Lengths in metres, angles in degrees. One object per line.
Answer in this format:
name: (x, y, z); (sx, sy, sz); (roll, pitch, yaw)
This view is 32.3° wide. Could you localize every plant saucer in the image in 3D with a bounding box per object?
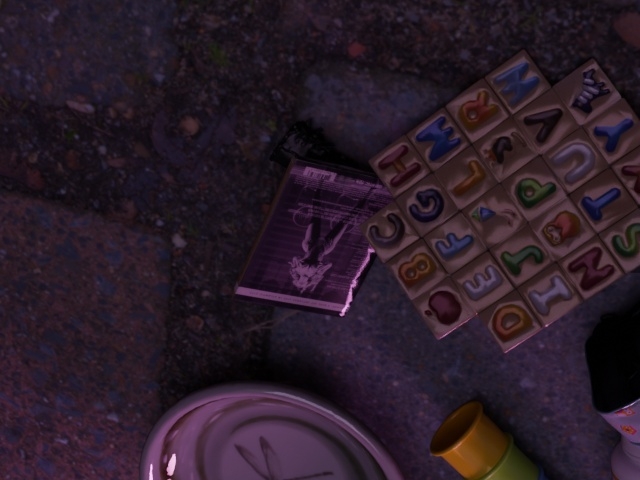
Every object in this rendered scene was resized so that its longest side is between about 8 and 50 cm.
plant saucer: (-0.058, 0.354, 1.585); (0.401, 0.100, 0.400); (7, 117, 13)

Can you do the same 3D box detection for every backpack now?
backpack: (0.407, 0.159, 1.310); (0.166, 0.188, 0.144); (-37, 100, 26)

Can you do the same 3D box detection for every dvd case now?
dvd case: (0.000, 0.000, 1.403); (0.165, 0.018, 0.221); (11, 122, -25)

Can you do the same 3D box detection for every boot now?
boot: (-0.020, -0.084, 1.400); (0.099, 0.045, 0.121); (35, 113, -4)

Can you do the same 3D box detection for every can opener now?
can opener: (0.283, -0.014, 1.328); (0.283, 0.076, 0.095); (0, 116, 15)

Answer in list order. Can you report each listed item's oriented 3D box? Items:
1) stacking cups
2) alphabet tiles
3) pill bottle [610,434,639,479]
stacking cups: (0.286, 0.359, 1.491); (0.316, 0.096, 0.096); (46, 118, -8)
alphabet tiles: (0.228, -0.044, 1.303); (0.342, 0.011, 0.285); (-36, 87, 15)
pill bottle: (0.438, 0.327, 1.420); (0.117, 0.117, 0.215); (-4, 113, 18)
